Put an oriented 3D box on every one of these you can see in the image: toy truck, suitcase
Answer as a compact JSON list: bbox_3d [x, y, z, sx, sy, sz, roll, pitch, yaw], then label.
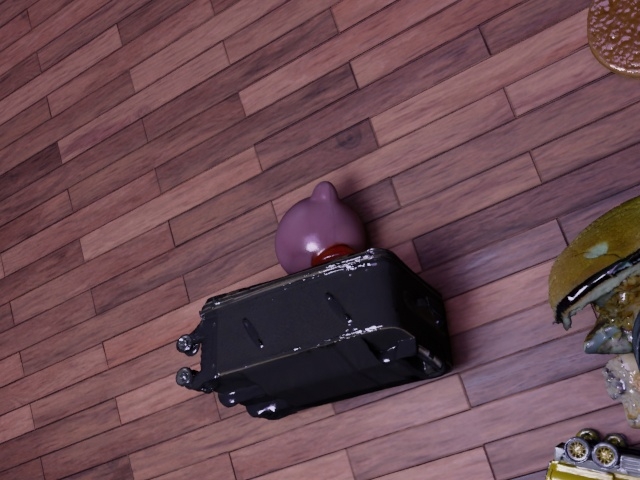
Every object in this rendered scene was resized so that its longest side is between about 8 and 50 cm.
[{"bbox_3d":[0.452,0.353,1.158,0.227,0.098,0.114,4,89,30],"label":"toy truck"},{"bbox_3d":[0.002,0.168,1.319,0.434,0.283,0.194,-18,58,26],"label":"suitcase"}]

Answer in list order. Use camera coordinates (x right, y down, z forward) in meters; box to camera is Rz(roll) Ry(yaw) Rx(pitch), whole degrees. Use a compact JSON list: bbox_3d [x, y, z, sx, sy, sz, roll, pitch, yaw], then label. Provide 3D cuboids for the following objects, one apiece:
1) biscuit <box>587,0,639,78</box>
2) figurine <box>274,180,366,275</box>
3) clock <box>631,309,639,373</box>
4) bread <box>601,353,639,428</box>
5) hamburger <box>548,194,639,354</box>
[{"bbox_3d":[0.555,-0.382,1.222,0.288,0.044,0.202,-48,66,13],"label":"biscuit"},{"bbox_3d":[0.000,0.000,1.403,0.173,0.173,0.173,-4,82,27],"label":"figurine"},{"bbox_3d":[0.527,0.132,1.040,0.215,0.042,0.215,2,113,5],"label":"clock"},{"bbox_3d":[0.510,0.212,1.146,0.177,0.084,0.119,-8,83,17],"label":"bread"},{"bbox_3d":[0.474,0.034,1.126,0.288,0.192,0.167,-37,104,26],"label":"hamburger"}]
